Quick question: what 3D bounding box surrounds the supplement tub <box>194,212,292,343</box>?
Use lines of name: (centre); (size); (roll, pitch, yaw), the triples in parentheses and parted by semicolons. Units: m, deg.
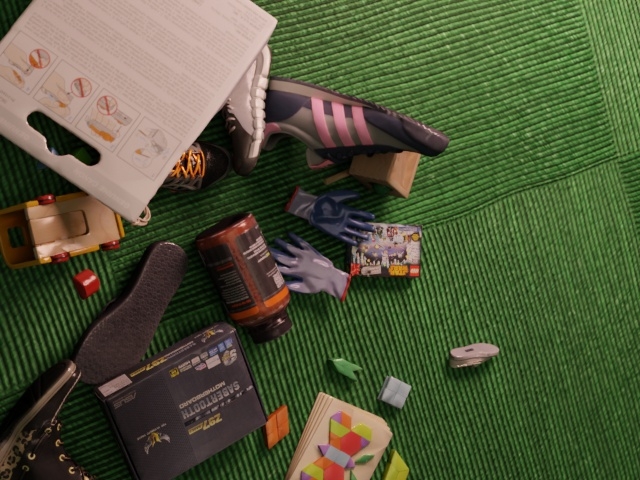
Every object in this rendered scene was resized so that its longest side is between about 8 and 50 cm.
supplement tub: (-0.115, 0.063, 1.712); (0.106, 0.106, 0.198); (-28, 101, -21)

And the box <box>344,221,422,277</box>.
box: (0.109, 0.017, 1.854); (0.137, 0.027, 0.094); (2, 90, -24)

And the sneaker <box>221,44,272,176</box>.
sneaker: (-0.155, -0.215, 1.704); (0.132, 0.086, 0.229); (11, 69, -17)

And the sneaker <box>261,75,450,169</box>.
sneaker: (0.047, -0.162, 1.715); (0.112, 0.319, 0.131); (8, 101, -66)

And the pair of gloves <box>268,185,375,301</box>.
pair of gloves: (0.000, 0.000, 1.792); (0.159, 0.023, 0.198); (23, 86, -14)

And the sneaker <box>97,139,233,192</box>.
sneaker: (-0.231, -0.115, 1.672); (0.214, 0.083, 0.084); (-7, 91, -26)

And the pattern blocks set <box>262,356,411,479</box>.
pattern blocks set: (0.026, 0.365, 1.822); (0.285, 0.026, 0.325); (17, 83, -23)

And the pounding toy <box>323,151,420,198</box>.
pounding toy: (0.092, -0.133, 1.797); (0.130, 0.100, 0.141); (32, 74, -63)

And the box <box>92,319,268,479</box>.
box: (-0.212, 0.257, 1.674); (0.232, 0.059, 0.183); (-27, 117, -21)

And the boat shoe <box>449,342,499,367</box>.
boat shoe: (0.274, 0.210, 1.930); (0.100, 0.035, 0.035); (-8, 121, -28)

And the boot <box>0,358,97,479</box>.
boot: (-0.386, 0.310, 1.602); (0.178, 0.085, 0.236); (38, 87, -21)

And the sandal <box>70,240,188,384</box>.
sandal: (-0.293, 0.115, 1.667); (0.097, 0.054, 0.254); (45, 71, -29)

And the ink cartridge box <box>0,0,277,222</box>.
ink cartridge box: (-0.293, -0.257, 1.597); (0.308, 0.091, 0.385); (35, 76, -6)

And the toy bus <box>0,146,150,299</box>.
toy bus: (-0.379, -0.021, 1.593); (0.202, 0.104, 0.191); (45, 49, -36)
